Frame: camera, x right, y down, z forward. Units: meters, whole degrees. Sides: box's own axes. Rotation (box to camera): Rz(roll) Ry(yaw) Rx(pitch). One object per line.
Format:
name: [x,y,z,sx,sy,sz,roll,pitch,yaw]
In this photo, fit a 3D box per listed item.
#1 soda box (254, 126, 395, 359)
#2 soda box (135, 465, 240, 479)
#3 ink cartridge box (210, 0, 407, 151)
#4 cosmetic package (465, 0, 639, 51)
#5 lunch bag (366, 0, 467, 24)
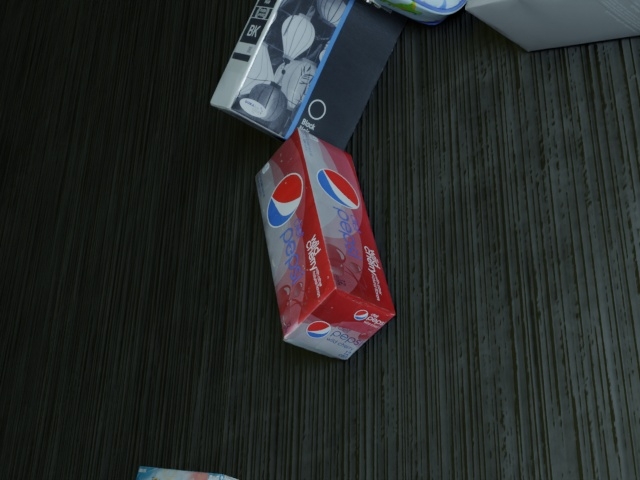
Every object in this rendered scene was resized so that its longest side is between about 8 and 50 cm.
soda box: [0.000,0.000,1.331,0.092,0.083,0.263,-46,36,28]
soda box: [-0.140,0.289,1.350,0.183,0.063,0.058,-11,59,53]
ink cartridge box: [0.015,-0.270,1.424,0.065,0.165,0.333,22,88,59]
cosmetic package: [0.256,-0.258,1.124,0.238,0.107,0.127,4,71,60]
lunch bag: [0.111,-0.358,1.341,0.090,0.176,0.219,-178,109,-80]
